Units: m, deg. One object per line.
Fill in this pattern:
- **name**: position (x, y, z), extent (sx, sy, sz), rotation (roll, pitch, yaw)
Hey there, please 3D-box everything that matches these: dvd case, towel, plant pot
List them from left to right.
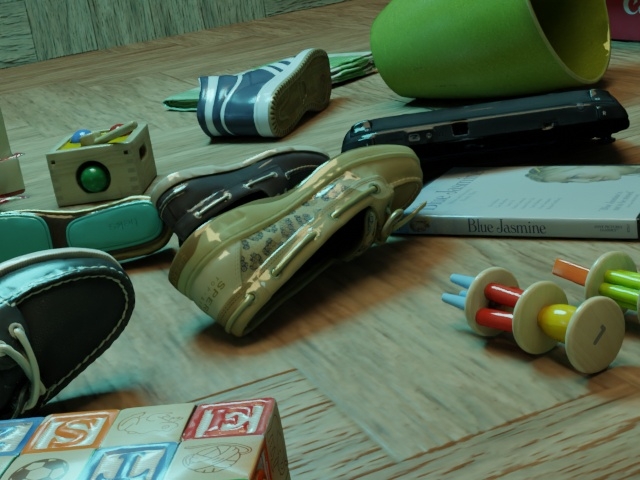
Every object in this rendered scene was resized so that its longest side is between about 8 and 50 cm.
- **towel**: position (-0.081, -0.282, 1.928), extent (0.248, 0.038, 0.325), rotation (7, 26, 44)
- **plant pot**: position (0.226, -0.316, 1.578), extent (0.293, 0.275, 0.275), rotation (-16, 11, 37)
- **dvd case**: position (0.211, -0.042, 1.069), extent (0.253, 0.022, 0.180), rotation (1, 20, 30)

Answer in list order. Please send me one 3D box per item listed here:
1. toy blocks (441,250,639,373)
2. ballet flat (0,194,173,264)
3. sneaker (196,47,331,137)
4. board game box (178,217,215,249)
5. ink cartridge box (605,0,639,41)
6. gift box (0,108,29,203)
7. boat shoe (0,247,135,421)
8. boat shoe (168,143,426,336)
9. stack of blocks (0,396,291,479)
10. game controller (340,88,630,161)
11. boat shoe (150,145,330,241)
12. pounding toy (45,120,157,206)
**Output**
- **toy blocks**: position (0.171, 0.039, 0.785), extent (0.123, 0.054, 0.148), rotation (-20, 21, -29)
- **ballet flat**: position (-0.261, 0.006, 1.099), extent (0.232, 0.080, 0.073), rotation (-7, -10, -2)
- **sneaker**: position (-0.089, -0.229, 1.661), extent (0.153, 0.099, 0.282), rotation (0, 23, 21)
- **board game box**: position (-0.057, -0.026, 1.141), extent (0.186, 0.026, 0.126), rotation (-10, 18, -3)
- **ink cartridge box**: position (0.611, -0.406, 1.819), extent (0.272, 0.130, 0.309), rotation (-18, 20, -22)
- **gift box**: position (-0.496, -0.136, 1.310), extent (0.276, 0.258, 0.255), rotation (-16, 20, -24)
- **boat shoe**: position (-0.239, 0.101, 0.720), extent (0.302, 0.114, 0.091), rotation (-35, 28, -30)
- **boat shoe**: position (0.000, 0.000, 0.949), extent (0.285, 0.104, 0.089), rotation (-29, 64, -36)
- **stack of blocks**: position (-0.169, 0.162, 0.516), extent (0.297, 0.087, 0.171), rotation (-6, 18, 7)
- **game controller**: position (0.181, -0.115, 1.227), extent (0.319, 0.067, 0.166), rotation (-7, -7, 4)
- **boat shoe**: position (-0.068, -0.043, 1.091), extent (0.206, 0.075, 0.065), rotation (-14, 61, -33)
- **pounding toy**: position (-0.274, -0.109, 1.378), extent (0.130, 0.100, 0.141), rotation (-8, 18, 5)
